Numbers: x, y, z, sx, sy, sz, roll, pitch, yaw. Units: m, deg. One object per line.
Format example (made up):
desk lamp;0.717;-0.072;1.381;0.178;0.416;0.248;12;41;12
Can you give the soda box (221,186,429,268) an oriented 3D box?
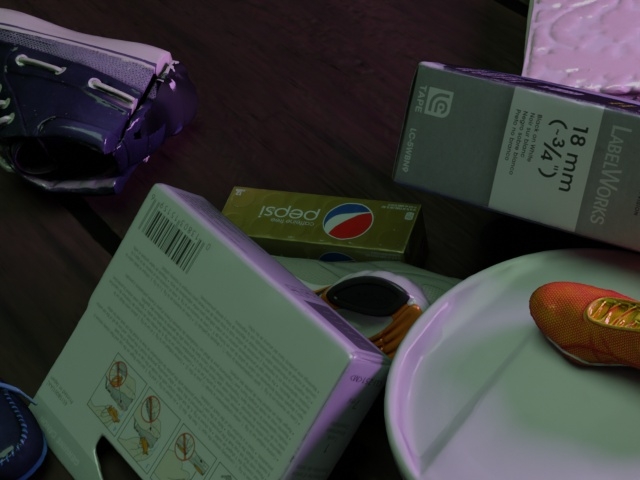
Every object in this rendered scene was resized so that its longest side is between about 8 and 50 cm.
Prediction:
soda box;0.000;0.000;1.210;0.181;0.058;0.061;6;47;20

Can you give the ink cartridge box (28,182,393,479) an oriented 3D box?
ink cartridge box;-0.099;0.120;1.084;0.275;0.060;0.239;39;104;40

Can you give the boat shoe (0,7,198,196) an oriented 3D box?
boat shoe;-0.308;-0.140;1.378;0.340;0.127;0.158;9;42;22

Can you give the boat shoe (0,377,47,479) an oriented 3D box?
boat shoe;-0.336;0.124;1.154;0.258;0.089;0.109;25;58;34

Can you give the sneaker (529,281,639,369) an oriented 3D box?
sneaker;0.218;0.060;0.906;0.175;0.067;0.064;22;57;33

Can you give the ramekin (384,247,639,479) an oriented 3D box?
ramekin;0.186;0.142;0.972;0.273;0.127;0.273;-7;45;7

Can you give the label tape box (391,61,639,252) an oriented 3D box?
label tape box;0.262;-0.051;1.068;0.334;0.106;0.240;18;11;29

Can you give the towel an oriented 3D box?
towel;0.375;-0.239;1.351;0.332;0.053;0.317;1;47;16

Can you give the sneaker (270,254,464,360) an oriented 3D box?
sneaker;0.011;0.057;1.144;0.262;0.099;0.121;9;12;40
